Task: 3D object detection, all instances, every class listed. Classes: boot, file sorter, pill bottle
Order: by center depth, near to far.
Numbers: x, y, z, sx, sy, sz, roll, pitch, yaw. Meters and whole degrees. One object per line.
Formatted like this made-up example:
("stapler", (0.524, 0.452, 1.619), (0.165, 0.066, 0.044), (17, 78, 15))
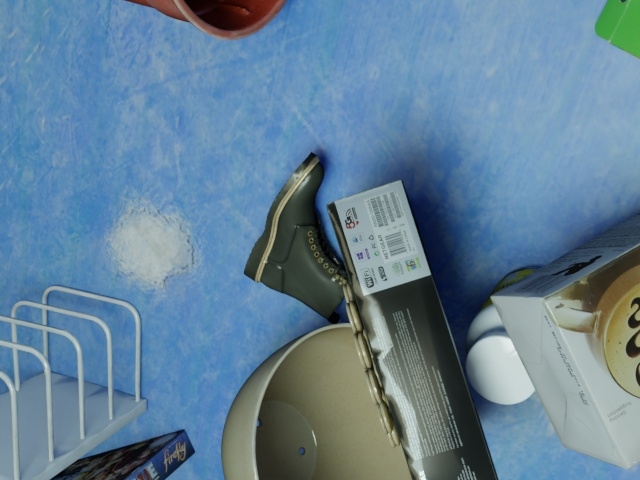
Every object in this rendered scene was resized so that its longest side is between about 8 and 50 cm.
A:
("pill bottle", (0.216, 0.102, 0.940), (0.103, 0.184, 0.103), (8, 110, 22))
("boot", (0.000, 0.000, 1.081), (0.137, 0.077, 0.198), (32, 130, 8))
("file sorter", (-0.399, 0.192, 1.204), (0.193, 0.278, 0.173), (10, 109, 22))

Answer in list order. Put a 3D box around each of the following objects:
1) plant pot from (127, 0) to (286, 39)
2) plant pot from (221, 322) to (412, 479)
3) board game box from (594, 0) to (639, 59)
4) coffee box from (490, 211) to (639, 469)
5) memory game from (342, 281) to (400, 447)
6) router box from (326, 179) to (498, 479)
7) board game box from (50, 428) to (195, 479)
("plant pot", (-0.192, -0.371, 0.949), (0.265, 0.272, 0.272), (15, 112, 28))
("plant pot", (-0.010, 0.255, 1.070), (0.191, 0.284, 0.284), (-21, 97, 52))
("board game box", (0.385, -0.195, 0.806), (0.259, 0.039, 0.124), (41, 121, 34))
("coffee box", (0.336, 0.057, 0.815), (0.297, 0.119, 0.168), (-27, 94, -13))
("memory game", (0.057, 0.131, 0.941), (0.012, 0.186, 0.186), (-18, 99, 5))
("router box", (0.096, 0.102, 0.927), (0.081, 0.243, 0.309), (-17, 86, 5))
("board game box", (-0.325, 0.358, 1.287), (0.243, 0.165, 0.042), (-21, 96, 28))
